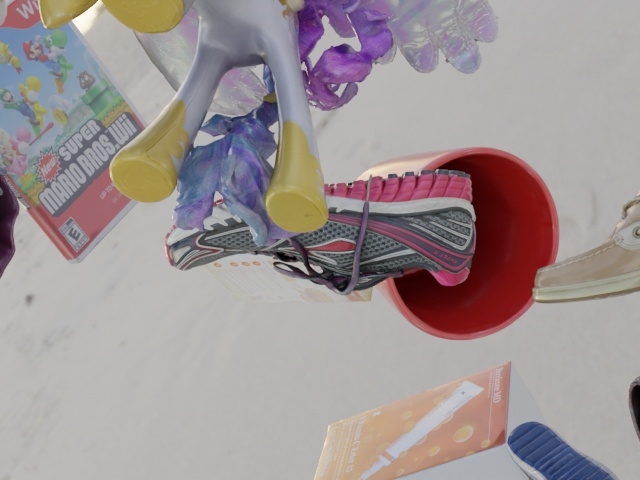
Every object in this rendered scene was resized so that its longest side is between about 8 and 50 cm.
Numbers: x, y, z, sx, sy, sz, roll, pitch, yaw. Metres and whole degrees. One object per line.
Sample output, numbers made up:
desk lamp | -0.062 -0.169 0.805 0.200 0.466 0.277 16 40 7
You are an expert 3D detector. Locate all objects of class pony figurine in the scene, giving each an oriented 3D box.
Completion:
pony figurine | -0.054 -0.175 0.750 0.303 0.351 0.363 -16 45 22

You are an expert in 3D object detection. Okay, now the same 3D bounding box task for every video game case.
video game case | -0.317 -0.143 1.229 0.025 0.285 0.204 -9 34 45

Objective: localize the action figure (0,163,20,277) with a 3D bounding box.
action figure | -0.477 0.000 1.066 0.370 0.275 0.248 6 56 42

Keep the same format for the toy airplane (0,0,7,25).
toy airplane | -0.335 -0.176 0.652 0.384 0.272 0.386 84 -156 -75

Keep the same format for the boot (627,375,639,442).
boot | 0.304 0.164 0.781 0.090 0.248 0.207 -7 20 42

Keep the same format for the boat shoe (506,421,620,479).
boat shoe | 0.254 0.248 1.007 0.066 0.066 0.183 -33 31 -3

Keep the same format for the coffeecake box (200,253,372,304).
coffeecake box | -0.042 0.023 1.292 0.186 0.142 0.068 -3 63 26

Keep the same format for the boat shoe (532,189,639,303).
boat shoe | 0.395 -0.011 1.160 0.341 0.110 0.122 -20 -10 25

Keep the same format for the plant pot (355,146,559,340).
plant pot | 0.164 -0.012 1.491 0.275 0.275 0.243 -49 23 -8

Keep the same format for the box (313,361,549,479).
box | 0.178 0.365 1.623 0.345 0.168 0.215 -24 20 22

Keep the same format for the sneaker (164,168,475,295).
sneaker | 0.000 0.000 0.977 0.299 0.112 0.121 -5 0 3
